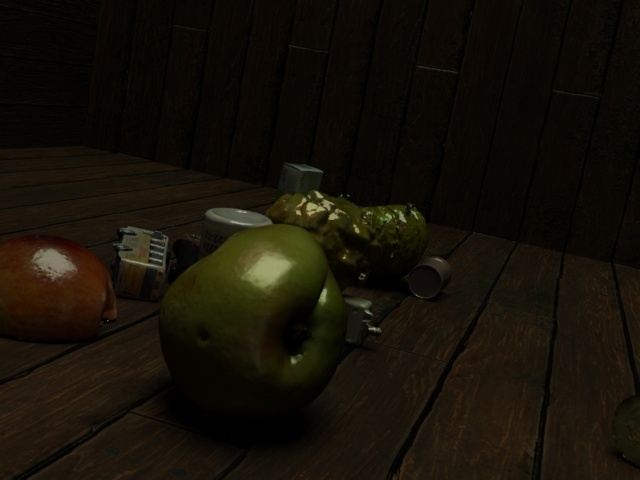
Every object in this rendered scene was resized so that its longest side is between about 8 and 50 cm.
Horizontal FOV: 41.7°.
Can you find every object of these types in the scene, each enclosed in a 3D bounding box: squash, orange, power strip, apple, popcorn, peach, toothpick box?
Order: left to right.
[{"bbox_3d":[-0.509,0.072,1.591,0.251,0.163,0.293,7,12,-9],"label":"apple"},{"bbox_3d":[-0.103,0.135,1.328,0.315,0.281,0.314,-19,22,50],"label":"peach"},{"bbox_3d":[-0.026,0.149,1.817,0.338,0.098,0.058,14,8,16],"label":"power strip"},{"bbox_3d":[0.000,0.000,1.801,0.252,0.215,0.286,10,5,30],"label":"popcorn"},{"bbox_3d":[0.157,0.008,2.396,0.301,0.223,0.300,-3,-4,-1],"label":"orange"},{"bbox_3d":[0.310,0.104,2.372,0.098,0.098,0.149,14,11,18],"label":"toothpick box"},{"bbox_3d":[0.595,0.321,1.488,0.137,0.137,0.287,16,6,27],"label":"squash"}]

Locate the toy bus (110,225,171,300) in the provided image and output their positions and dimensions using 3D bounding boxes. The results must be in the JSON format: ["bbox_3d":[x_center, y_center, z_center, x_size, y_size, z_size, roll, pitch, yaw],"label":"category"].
[{"bbox_3d":[-0.425,0.046,1.974,0.138,0.097,0.342,11,11,-10],"label":"toy bus"}]

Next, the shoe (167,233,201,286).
[{"bbox_3d":[-0.280,0.073,1.911,0.114,0.137,0.291,51,-13,-25],"label":"shoe"}]

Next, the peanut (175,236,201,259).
[{"bbox_3d":[-0.299,0.043,2.119,0.108,0.095,0.226,7,10,-36],"label":"peanut"}]

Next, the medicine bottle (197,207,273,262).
[{"bbox_3d":[-0.180,0.069,1.678,0.144,0.252,0.144,12,13,-3],"label":"medicine bottle"}]

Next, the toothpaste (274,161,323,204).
[{"bbox_3d":[-0.077,-0.009,1.949,0.067,0.336,0.081,25,17,40],"label":"toothpaste"}]
